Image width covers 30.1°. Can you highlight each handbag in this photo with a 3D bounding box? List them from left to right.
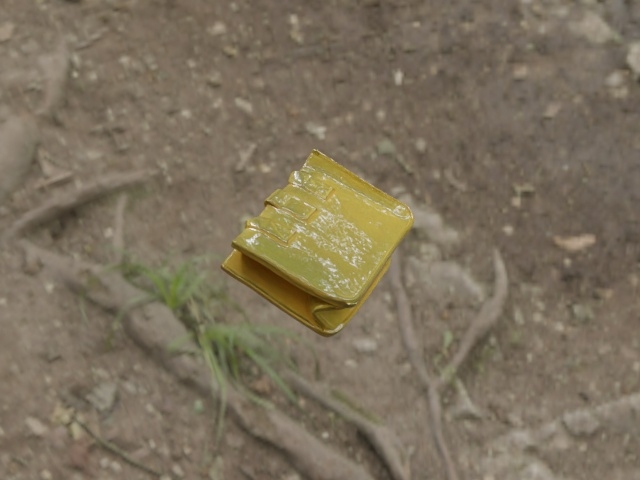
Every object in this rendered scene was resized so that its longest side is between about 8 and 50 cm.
[{"bbox_3d":[0.000,0.000,0.515,0.061,0.027,0.083,33,37,7],"label":"handbag"}]
